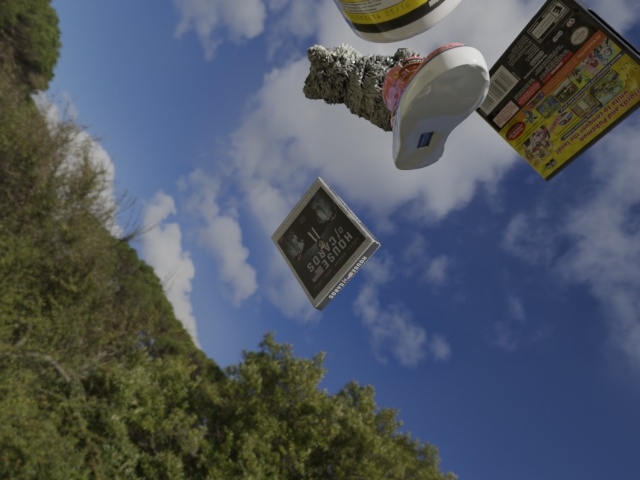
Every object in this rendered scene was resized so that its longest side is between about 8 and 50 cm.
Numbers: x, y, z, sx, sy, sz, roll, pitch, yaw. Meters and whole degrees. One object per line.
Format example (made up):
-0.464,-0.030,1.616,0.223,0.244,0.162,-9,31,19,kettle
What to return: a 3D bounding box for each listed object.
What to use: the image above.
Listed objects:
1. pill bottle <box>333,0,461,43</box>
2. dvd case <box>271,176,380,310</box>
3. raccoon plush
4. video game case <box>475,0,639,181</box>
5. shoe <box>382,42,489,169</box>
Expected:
0.042,-0.407,0.539,0.188,0.334,0.187,-16,-123,27,pill bottle
0.000,0.000,0.992,0.179,0.030,0.238,-51,-136,14,dvd case
0.122,-0.382,1.246,0.446,0.299,0.216,-108,-157,-55,raccoon plush
0.451,-0.287,0.927,0.248,0.035,0.275,49,-38,10,video game case
0.086,-0.129,0.410,0.178,0.064,0.081,86,-6,-77,shoe
